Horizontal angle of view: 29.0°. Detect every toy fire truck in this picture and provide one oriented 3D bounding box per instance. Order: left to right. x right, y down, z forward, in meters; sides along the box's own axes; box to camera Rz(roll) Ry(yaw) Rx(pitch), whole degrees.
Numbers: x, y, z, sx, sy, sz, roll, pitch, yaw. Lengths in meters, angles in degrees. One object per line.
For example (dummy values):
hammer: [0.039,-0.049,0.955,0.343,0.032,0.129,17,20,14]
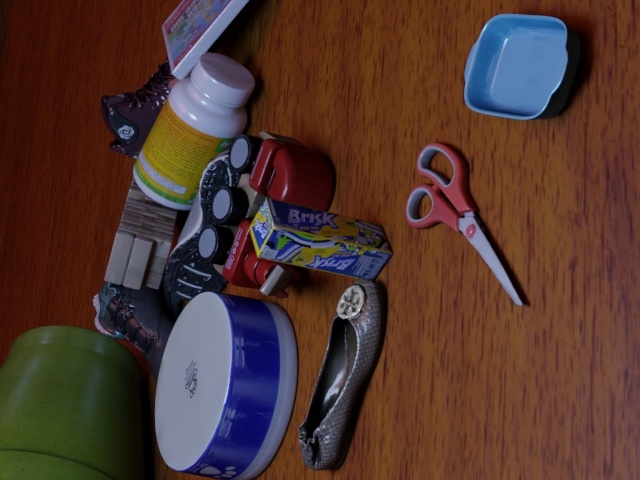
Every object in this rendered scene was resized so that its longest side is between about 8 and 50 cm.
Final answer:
toy fire truck: [-0.060,-0.017,1.710,0.246,0.158,0.217,37,110,48]

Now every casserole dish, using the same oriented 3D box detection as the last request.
casserole dish: [0.223,-0.187,1.354,0.188,0.037,0.114,23,98,62]

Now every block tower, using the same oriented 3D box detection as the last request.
block tower: [-0.294,-0.030,2.098,0.335,0.091,0.097,-92,20,-64]

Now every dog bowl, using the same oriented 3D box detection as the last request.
dog bowl: [-0.140,0.209,1.782,0.265,0.104,0.265,-36,47,52]

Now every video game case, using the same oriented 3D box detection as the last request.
video game case: [-0.196,-0.401,2.139,0.204,0.025,0.285,-48,25,13]

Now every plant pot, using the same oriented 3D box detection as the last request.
plant pot: [-0.447,0.348,2.084,0.366,0.366,0.353,-46,28,44]

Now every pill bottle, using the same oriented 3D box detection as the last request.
pill bottle: [-0.204,-0.182,2.045,0.246,0.136,0.136,-58,32,31]

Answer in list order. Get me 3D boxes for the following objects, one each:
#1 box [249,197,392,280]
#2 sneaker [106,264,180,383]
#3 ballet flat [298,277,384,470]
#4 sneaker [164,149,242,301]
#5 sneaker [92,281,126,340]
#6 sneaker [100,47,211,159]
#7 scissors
box: [0.000,0.000,1.542,0.054,0.168,0.059,-58,33,32]
sneaker: [-0.290,0.143,2.070,0.109,0.130,0.286,-59,33,26]
ballet flat: [0.021,0.167,1.547,0.084,0.058,0.250,23,98,62]
sneaker: [-0.169,-0.022,1.974,0.108,0.100,0.272,-88,20,-68]
sneaker: [-0.389,0.124,2.340,0.076,0.065,0.166,-61,32,20]
sneaker: [-0.310,-0.271,2.257,0.106,0.162,0.281,46,119,59]
scissors: [0.169,-0.028,1.397,0.109,0.021,0.297,-68,27,12]
